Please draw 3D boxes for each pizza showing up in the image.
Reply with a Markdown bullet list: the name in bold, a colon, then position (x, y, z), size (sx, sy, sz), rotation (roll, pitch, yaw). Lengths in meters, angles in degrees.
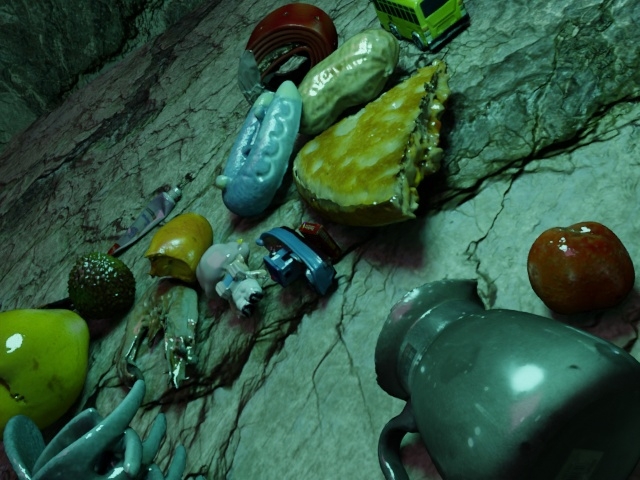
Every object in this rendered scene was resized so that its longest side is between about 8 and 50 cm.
- **pizza**: position (0.145, -0.191, 0.985), size (0.406, 0.130, 0.440), rotation (-46, 30, -6)

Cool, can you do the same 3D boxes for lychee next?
- **lychee**: position (-0.529, 0.104, 1.201), size (0.171, 0.171, 0.171), rotation (-21, 44, 22)

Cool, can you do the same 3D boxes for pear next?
- **pear**: position (-0.654, 0.268, 1.086), size (0.285, 0.285, 0.336), rotation (-43, 31, -2)

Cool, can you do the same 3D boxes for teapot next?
- **teapot**: position (0.186, 0.197, 0.593), size (0.223, 0.305, 0.285), rotation (-12, 26, -22)

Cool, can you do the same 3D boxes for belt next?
- **belt**: position (-0.093, -0.476, 1.349), size (0.324, 0.227, 0.115), rotation (-30, 37, 43)

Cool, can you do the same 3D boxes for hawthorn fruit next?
- **hawthorn fruit**: position (0.333, 0.035, 0.643), size (0.128, 0.128, 0.128), rotation (-21, 44, 22)

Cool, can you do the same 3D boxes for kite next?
- **kite**: position (-0.681, 0.184, 1.260), size (0.321, 0.016, 0.234), rotation (-29, -4, -5)

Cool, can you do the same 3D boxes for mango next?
- **mango**: position (-0.311, 0.014, 1.139), size (0.252, 0.126, 0.154), rotation (-94, 22, -72)

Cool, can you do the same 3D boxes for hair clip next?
- **hair clip**: position (-0.280, 0.383, 0.647), size (0.238, 0.318, 0.392), rotation (-28, 12, -5)

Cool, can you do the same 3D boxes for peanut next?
- **peanut**: position (0.053, -0.379, 1.216), size (0.325, 0.140, 0.153), rotation (-41, 79, 11)

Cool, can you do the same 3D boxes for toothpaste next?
- **toothpaste**: position (-0.515, -0.046, 1.431), size (0.301, 0.048, 0.075), rotation (-42, 44, 2)

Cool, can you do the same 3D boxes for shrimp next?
- **shrimp**: position (-0.343, 0.207, 1.050), size (0.247, 0.085, 0.360), rotation (-48, 35, 1)

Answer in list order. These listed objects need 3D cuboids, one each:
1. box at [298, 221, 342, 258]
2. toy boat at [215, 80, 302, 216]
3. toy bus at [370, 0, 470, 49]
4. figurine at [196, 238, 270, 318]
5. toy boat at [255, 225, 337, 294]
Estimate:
- **box**: position (0.000, 0.000, 0.956), size (0.051, 0.082, 0.023), rotation (14, 62, 44)
- **toy boat**: position (-0.158, -0.220, 1.172), size (0.215, 0.123, 0.330), rotation (8, 79, 58)
- **toy bus**: position (0.235, -0.591, 1.249), size (0.128, 0.150, 0.262), rotation (-38, 40, 2)
- **figurine**: position (-0.185, 0.071, 1.016), size (0.229, 0.112, 0.137), rotation (42, 105, 48)
- **toy boat**: position (-0.061, 0.039, 0.957), size (0.097, 0.100, 0.223), rotation (-35, 38, -18)
